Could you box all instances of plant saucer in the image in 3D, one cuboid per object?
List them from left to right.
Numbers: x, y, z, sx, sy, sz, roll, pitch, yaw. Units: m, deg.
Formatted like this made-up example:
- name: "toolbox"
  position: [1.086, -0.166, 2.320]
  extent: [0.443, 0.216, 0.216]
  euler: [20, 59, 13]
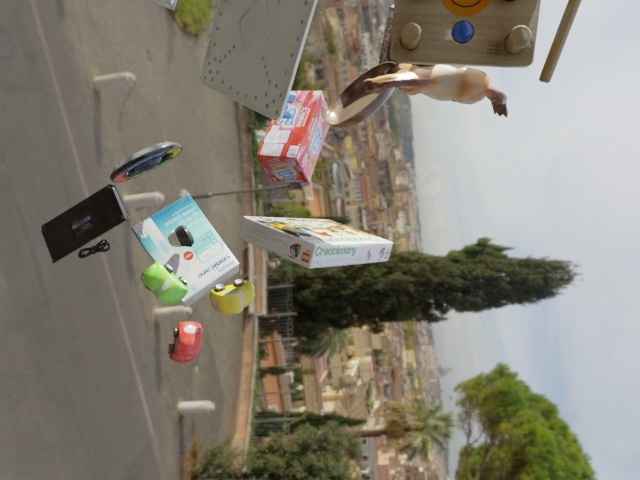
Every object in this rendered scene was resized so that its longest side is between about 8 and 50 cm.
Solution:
- name: "plant saucer"
  position: [0.082, -0.273, 0.986]
  extent: [0.029, 0.168, 0.168]
  euler: [45, 30, -26]

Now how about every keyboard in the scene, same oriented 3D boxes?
- name: "keyboard"
  position: [-0.435, -0.018, 0.962]
  extent: [0.108, 0.180, 0.023]
  euler: [64, 13, 10]

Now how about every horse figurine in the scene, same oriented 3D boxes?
- name: "horse figurine"
  position: [0.207, -0.264, 0.883]
  extent: [0.174, 0.263, 0.066]
  euler: [-70, 170, -75]

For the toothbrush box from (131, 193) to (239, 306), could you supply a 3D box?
- name: "toothbrush box"
  position: [-0.436, 0.035, 1.682]
  extent: [0.295, 0.216, 0.126]
  euler: [54, -17, 7]

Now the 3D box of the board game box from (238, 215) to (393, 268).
- name: "board game box"
  position: [0.000, 0.000, 1.115]
  extent: [0.305, 0.193, 0.053]
  euler: [-2, 109, -54]

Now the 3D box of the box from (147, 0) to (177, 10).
- name: "box"
  position: [-0.555, -0.833, 1.598]
  extent: [0.290, 0.169, 0.087]
  euler: [-106, -146, -86]

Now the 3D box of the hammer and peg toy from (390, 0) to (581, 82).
- name: "hammer and peg toy"
  position: [0.311, -0.430, 0.904]
  extent: [0.127, 0.361, 0.265]
  euler: [-35, 131, -79]

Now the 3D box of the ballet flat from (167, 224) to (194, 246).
- name: "ballet flat"
  position: [-0.413, -0.008, 1.516]
  extent: [0.203, 0.074, 0.074]
  euler: [-166, -112, -73]

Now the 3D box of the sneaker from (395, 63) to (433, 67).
- name: "sneaker"
  position: [0.349, -0.575, 1.593]
  extent: [0.131, 0.319, 0.112]
  euler: [-29, 99, -56]

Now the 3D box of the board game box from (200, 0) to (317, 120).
- name: "board game box"
  position: [-0.150, -0.546, 1.322]
  extent: [0.050, 0.390, 0.389]
  euler: [-1, 117, -45]

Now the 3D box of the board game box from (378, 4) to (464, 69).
- name: "board game box"
  position: [0.385, -0.710, 1.874]
  extent: [0.141, 0.291, 0.232]
  euler: [-44, 153, -38]

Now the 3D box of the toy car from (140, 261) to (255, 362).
- name: "toy car"
  position: [-0.270, 0.132, 1.051]
  extent: [0.225, 0.239, 0.053]
  euler: [48, -3, -34]

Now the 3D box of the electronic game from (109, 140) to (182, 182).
- name: "electronic game"
  position: [-0.515, -0.231, 1.529]
  extent: [0.048, 0.229, 0.229]
  euler: [62, 14, -7]

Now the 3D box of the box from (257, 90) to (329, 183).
- name: "box"
  position: [-0.070, -0.304, 1.499]
  extent: [0.122, 0.128, 0.256]
  euler: [62, 40, -55]
